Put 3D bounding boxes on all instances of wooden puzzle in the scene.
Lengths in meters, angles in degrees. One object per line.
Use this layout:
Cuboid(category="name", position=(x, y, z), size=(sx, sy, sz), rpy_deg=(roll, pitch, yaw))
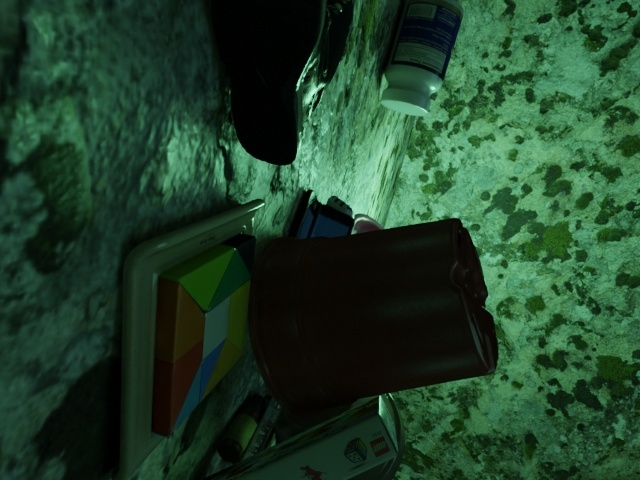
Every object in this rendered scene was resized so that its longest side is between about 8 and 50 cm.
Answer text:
Cuboid(category="wooden puzzle", position=(-0.118, 0.085, 0.452), size=(0.221, 0.045, 0.238), rpy_deg=(-42, 148, -69))

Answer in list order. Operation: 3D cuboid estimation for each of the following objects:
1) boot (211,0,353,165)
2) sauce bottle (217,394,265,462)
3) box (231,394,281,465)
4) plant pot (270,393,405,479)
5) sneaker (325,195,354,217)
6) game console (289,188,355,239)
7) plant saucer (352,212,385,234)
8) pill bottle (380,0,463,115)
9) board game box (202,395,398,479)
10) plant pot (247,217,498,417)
Cuboid(category="boot", position=(-0.019, -0.206, 0.405), size=(0.236, 0.086, 0.178), rpy_deg=(101, 9, -56))
Cuboid(category="sauce bottle", position=(-0.127, 0.309, 0.743), size=(0.128, 0.042, 0.042), rpy_deg=(-49, 154, -64))
Cuboid(category="box", position=(-0.115, 0.351, 0.802), size=(0.136, 0.027, 0.094), rpy_deg=(-63, -174, -21))
Cuboid(category="plant pot", position=(0.020, 0.415, 1.034), size=(0.280, 0.324, 0.322), rpy_deg=(68, 38, -48))
Cuboid(category="sneaker", position=(0.016, -0.003, 0.940), size=(0.098, 0.083, 0.223), rpy_deg=(-46, 156, -18))
Cuboid(category="game console", position=(0.000, 0.000, 0.783), size=(0.124, 0.085, 0.143), rpy_deg=(64, 44, -76))
Cuboid(category="plant saucer", position=(0.147, 0.088, 1.236), size=(0.332, 0.084, 0.331), rpy_deg=(37, 38, -37))
Cuboid(category="pill bottle", position=(0.249, -0.464, 1.122), size=(0.153, 0.153, 0.264), rpy_deg=(-14, 121, -77))
Cuboid(category="board game box", position=(-0.046, 0.305, 0.594), size=(0.193, 0.306, 0.053), rpy_deg=(61, 3, -75))
Cuboid(category="plant pot", position=(0.087, 0.097, 0.618), size=(0.272, 0.265, 0.272), rpy_deg=(38, 45, -51))
